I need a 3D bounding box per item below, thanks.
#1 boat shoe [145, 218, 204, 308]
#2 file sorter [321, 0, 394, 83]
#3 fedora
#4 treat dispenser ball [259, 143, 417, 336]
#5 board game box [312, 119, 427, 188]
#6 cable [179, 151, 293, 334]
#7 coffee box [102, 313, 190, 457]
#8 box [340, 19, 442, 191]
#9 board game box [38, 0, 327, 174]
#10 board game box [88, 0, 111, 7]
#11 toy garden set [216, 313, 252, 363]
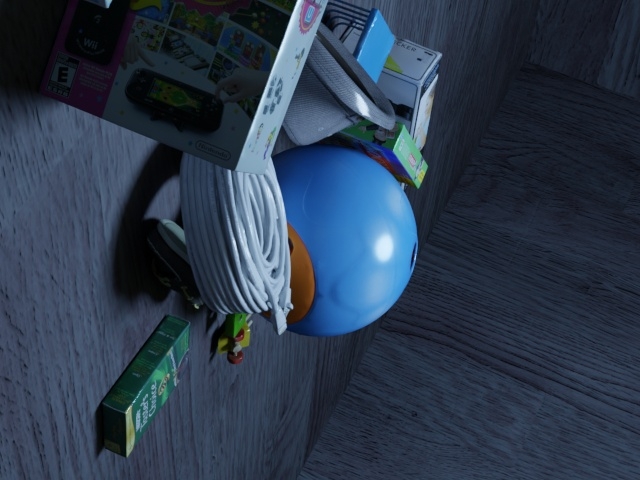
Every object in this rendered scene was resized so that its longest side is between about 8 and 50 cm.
[{"bbox_3d":[-0.183,0.039,1.711,0.069,0.081,0.228,-32,155,4],"label":"boat shoe"},{"bbox_3d":[0.035,-0.295,1.984,0.118,0.104,0.170,-67,167,-1],"label":"file sorter"},{"bbox_3d":[-0.019,-0.214,1.747,0.124,0.243,0.275,-40,175,11],"label":"fedora"},{"bbox_3d":[0.000,0.000,1.917,0.288,0.288,0.288,22,90,-77],"label":"treat dispenser ball"},{"bbox_3d":[0.046,-0.163,2.006,0.317,0.214,0.046,36,77,-76],"label":"board game box"},{"bbox_3d":[-0.109,-0.031,1.671,0.257,0.089,0.257,65,20,-54],"label":"cable"},{"bbox_3d":[-0.245,0.205,1.820,0.113,0.040,0.184,99,18,-45],"label":"coffee box"},{"bbox_3d":[0.102,-0.226,2.238,0.087,0.169,0.290,-56,164,-35],"label":"box"},{"bbox_3d":[-0.111,-0.242,1.220,0.303,0.224,0.097,-70,165,6],"label":"board game box"},{"bbox_3d":[-0.171,-0.343,0.983,0.144,0.142,0.275,81,33,-66],"label":"board game box"},{"bbox_3d":[-0.110,0.068,2.136,0.203,0.049,0.244,97,19,-45],"label":"toy garden set"}]
